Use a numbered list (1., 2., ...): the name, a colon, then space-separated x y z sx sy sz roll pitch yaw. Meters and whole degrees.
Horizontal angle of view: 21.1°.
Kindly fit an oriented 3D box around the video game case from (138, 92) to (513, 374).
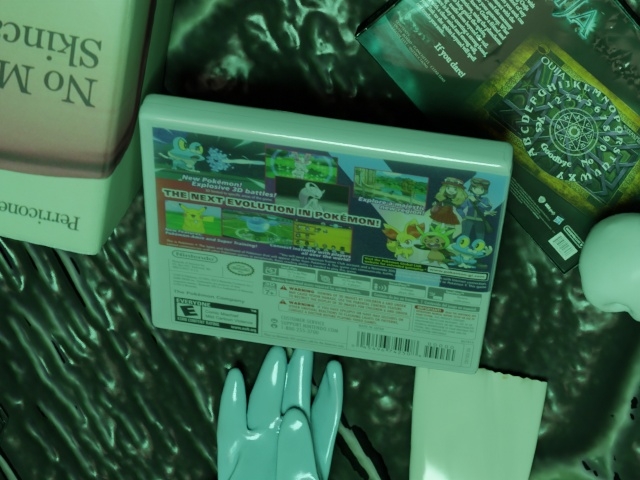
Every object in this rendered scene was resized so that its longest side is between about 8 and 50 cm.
1. video game case: 0.000 0.000 0.977 0.201 0.023 0.183 9 139 5

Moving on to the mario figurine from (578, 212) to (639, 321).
1. mario figurine: 0.272 -0.006 0.935 0.198 0.170 0.320 34 112 23

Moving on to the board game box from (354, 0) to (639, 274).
1. board game box: 0.126 -0.086 0.956 0.126 0.026 0.186 -37 104 20

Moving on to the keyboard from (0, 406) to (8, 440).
1. keyboard: -0.276 0.178 1.111 0.108 0.023 0.180 2 121 -37

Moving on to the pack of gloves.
1. pack of gloves: 0.021 0.182 1.049 0.195 0.046 0.232 10 82 5

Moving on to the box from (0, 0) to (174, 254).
1. box: -0.160 -0.131 0.922 0.148 0.127 0.232 12 115 2
